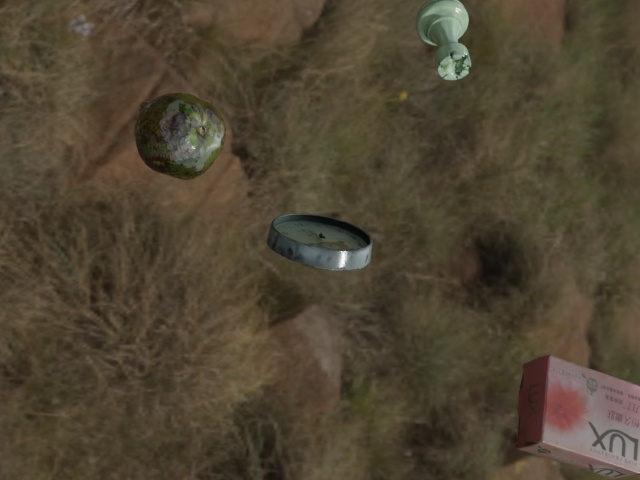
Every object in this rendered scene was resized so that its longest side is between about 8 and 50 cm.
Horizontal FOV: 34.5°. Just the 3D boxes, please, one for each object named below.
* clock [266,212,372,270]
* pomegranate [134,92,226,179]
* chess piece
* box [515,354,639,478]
[{"bbox_3d":[0.000,0.000,0.806,0.085,0.085,0.017,-14,121,-52],"label":"clock"},{"bbox_3d":[-0.215,-0.169,1.518,0.138,0.126,0.163,-5,51,-43],"label":"pomegranate"},{"bbox_3d":[0.155,-0.245,1.265,0.067,0.067,0.103,43,29,-41],"label":"chess piece"},{"bbox_3d":[0.307,0.209,1.213,0.156,0.060,0.111,18,66,-17],"label":"box"}]
